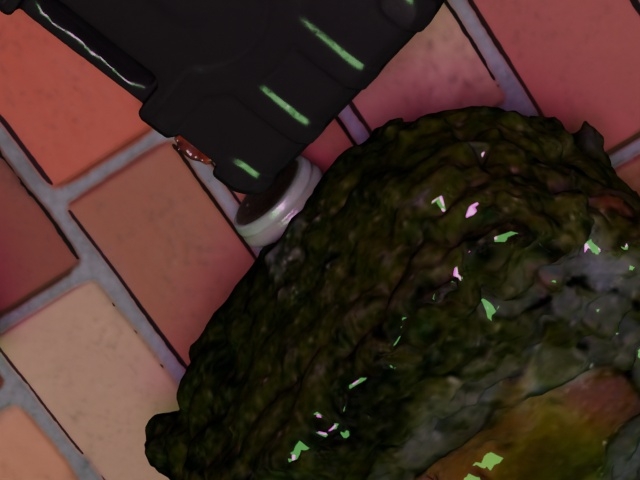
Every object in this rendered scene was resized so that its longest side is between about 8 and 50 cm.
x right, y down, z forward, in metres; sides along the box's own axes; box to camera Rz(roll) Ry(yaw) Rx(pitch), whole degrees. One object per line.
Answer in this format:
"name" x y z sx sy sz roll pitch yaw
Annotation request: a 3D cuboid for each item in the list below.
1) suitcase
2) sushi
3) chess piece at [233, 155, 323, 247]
"suitcase" -0.089 -0.174 0.864 0.285 0.066 0.206 38 127 -11
"sushi" 0.087 0.101 0.908 0.294 0.178 0.352 28 111 -30
"chess piece" 0.000 0.000 0.963 0.067 0.067 0.103 -41 113 14
